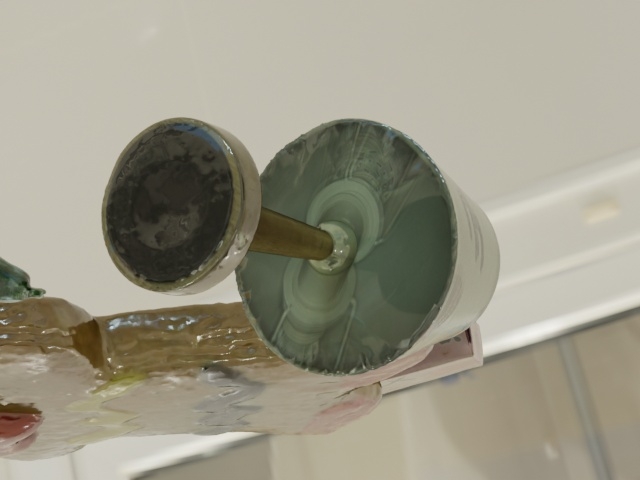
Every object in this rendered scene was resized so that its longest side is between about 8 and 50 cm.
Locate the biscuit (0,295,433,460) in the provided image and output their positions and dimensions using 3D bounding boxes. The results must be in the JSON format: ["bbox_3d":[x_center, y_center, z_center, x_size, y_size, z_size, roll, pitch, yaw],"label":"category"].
[{"bbox_3d":[-0.127,0.123,1.327,0.394,0.076,0.368,-3,161,-13],"label":"biscuit"}]

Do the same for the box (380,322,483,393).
[{"bbox_3d":[0.075,0.107,1.542,0.156,0.060,0.111,-18,167,8],"label":"box"}]

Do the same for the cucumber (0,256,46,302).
[{"bbox_3d":[-0.209,0.010,0.824,0.155,0.037,0.037,16,158,8],"label":"cucumber"}]

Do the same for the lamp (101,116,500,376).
[{"bbox_3d":[0.000,0.000,0.736,0.121,0.121,0.215,-26,159,26],"label":"lamp"}]
